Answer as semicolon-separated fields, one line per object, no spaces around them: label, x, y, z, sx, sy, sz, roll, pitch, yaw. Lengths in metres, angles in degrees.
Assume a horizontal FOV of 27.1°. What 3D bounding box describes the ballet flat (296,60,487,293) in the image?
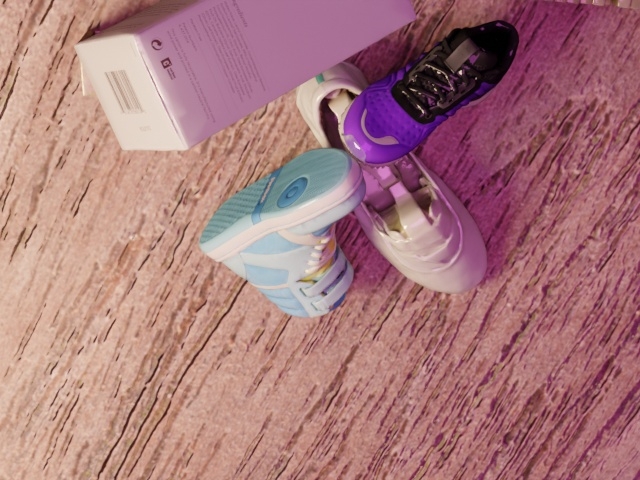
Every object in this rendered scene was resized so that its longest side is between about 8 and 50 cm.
ballet flat;0.098;-0.069;1.815;0.139;0.139;0.400;-33;106;7

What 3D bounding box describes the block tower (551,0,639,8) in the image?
block tower;0.391;-0.357;1.761;0.335;0.091;0.097;6;106;-4

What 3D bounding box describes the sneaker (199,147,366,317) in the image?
sneaker;0.000;0.000;1.784;0.208;0.319;0.127;42;57;-20

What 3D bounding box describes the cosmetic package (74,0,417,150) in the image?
cosmetic package;-0.090;-0.259;1.636;0.365;0.197;0.155;-31;108;-24

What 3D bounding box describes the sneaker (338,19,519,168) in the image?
sneaker;0.147;-0.205;1.697;0.293;0.146;0.102;-37;85;-33

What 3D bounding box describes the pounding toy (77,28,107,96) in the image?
pounding toy;-0.240;-0.222;1.751;0.141;0.130;0.100;-3;108;-2
